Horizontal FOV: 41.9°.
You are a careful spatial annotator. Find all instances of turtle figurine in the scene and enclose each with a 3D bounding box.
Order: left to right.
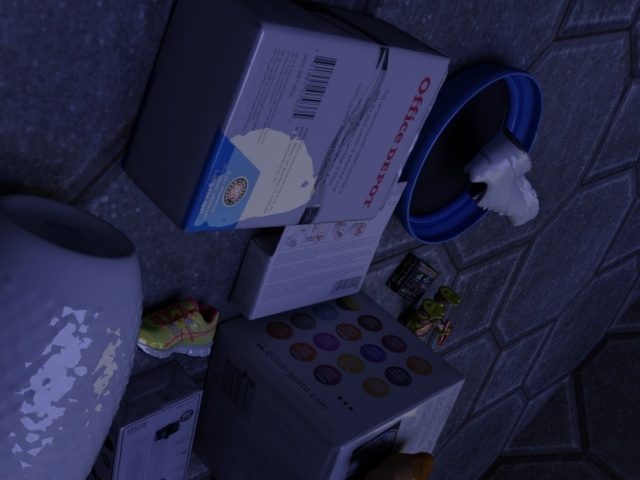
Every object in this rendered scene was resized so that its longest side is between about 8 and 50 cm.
[{"bbox_3d":[0.247,0.196,1.988,0.269,0.087,0.217,-14,149,-35],"label":"turtle figurine"}]

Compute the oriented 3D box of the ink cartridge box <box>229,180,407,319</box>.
[{"bbox_3d":[0.000,0.000,1.498,0.296,0.066,0.261,-10,130,-47],"label":"ink cartridge box"}]

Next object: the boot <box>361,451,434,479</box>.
[{"bbox_3d":[0.072,0.477,1.415,0.295,0.104,0.211,-49,154,10],"label":"boot"}]

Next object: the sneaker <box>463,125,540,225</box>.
[{"bbox_3d":[0.356,-0.110,1.674,0.129,0.111,0.297,-33,144,3],"label":"sneaker"}]

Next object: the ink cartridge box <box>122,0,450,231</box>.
[{"bbox_3d":[-0.037,-0.177,1.169,0.395,0.166,0.285,-4,127,-48],"label":"ink cartridge box"}]

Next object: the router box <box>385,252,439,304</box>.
[{"bbox_3d":[0.208,0.086,1.874,0.092,0.038,0.122,-52,149,4],"label":"router box"}]

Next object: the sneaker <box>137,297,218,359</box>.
[{"bbox_3d":[-0.238,0.132,1.338,0.208,0.081,0.094,10,108,-62],"label":"sneaker"}]

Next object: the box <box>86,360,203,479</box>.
[{"bbox_3d":[-0.315,0.366,1.466,0.169,0.087,0.290,-21,137,-39],"label":"box"}]

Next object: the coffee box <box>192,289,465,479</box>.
[{"bbox_3d":[0.005,0.331,1.590,0.334,0.337,0.338,-18,135,-40],"label":"coffee box"}]

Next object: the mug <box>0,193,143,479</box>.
[{"bbox_3d":[-0.398,0.111,0.966,0.374,0.276,0.328,21,103,-25],"label":"mug"}]

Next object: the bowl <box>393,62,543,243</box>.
[{"bbox_3d":[0.287,-0.173,1.667,0.391,0.077,0.391,-32,144,-27],"label":"bowl"}]
